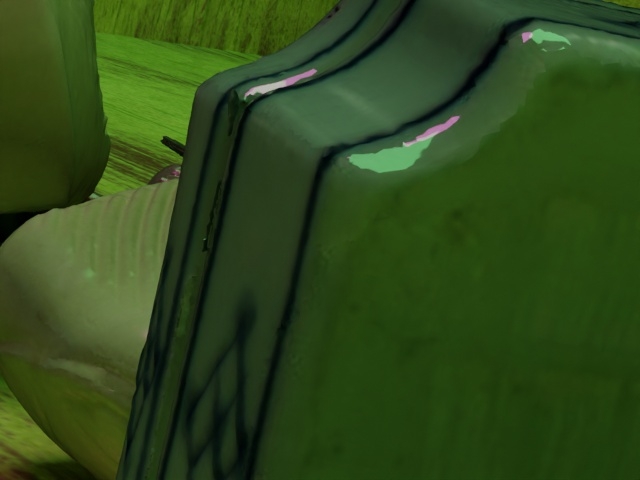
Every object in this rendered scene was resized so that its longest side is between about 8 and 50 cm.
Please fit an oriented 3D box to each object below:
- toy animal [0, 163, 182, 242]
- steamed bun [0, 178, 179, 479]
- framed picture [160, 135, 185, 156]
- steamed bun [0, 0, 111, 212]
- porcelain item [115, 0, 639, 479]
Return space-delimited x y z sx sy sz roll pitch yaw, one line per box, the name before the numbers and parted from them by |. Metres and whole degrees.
toy animal | -0.139 -0.009 1.339 0.208 0.100 0.103 15 49 0
steamed bun | -0.036 0.062 0.893 0.239 0.152 0.170 -14 31 -34
framed picture | 0.000 0.000 1.371 0.231 0.010 0.173 34 -2 -30
steamed bun | -0.318 -0.152 1.104 0.371 0.290 0.456 -5 4 -9
porcelain item | 0.082 0.063 0.613 0.286 0.281 0.157 7 14 -22
